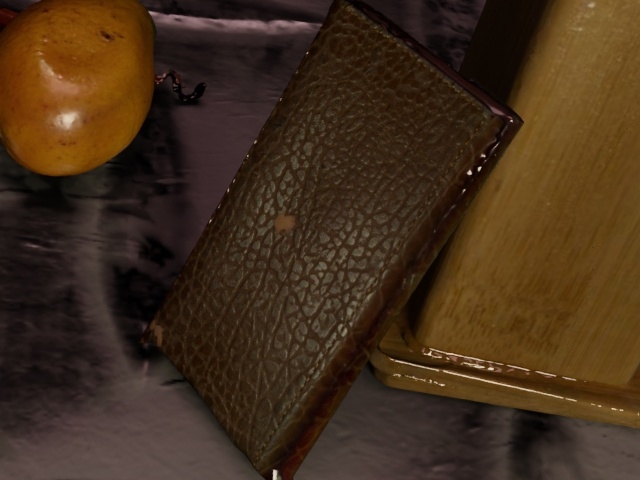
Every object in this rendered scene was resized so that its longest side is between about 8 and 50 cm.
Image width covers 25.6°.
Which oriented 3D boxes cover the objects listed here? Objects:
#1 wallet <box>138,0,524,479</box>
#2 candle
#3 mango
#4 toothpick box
[{"bbox_3d":[0.000,0.000,0.773,0.133,0.243,0.039,41,22,29],"label":"wallet"},{"bbox_3d":[-0.162,-0.133,1.022,0.167,0.021,0.026,22,22,9],"label":"candle"},{"bbox_3d":[-0.169,-0.114,0.943,0.115,0.089,0.165,3,49,-8],"label":"mango"},{"bbox_3d":[0.157,-0.065,0.829,0.190,0.308,0.187,13,42,-6],"label":"toothpick box"}]
